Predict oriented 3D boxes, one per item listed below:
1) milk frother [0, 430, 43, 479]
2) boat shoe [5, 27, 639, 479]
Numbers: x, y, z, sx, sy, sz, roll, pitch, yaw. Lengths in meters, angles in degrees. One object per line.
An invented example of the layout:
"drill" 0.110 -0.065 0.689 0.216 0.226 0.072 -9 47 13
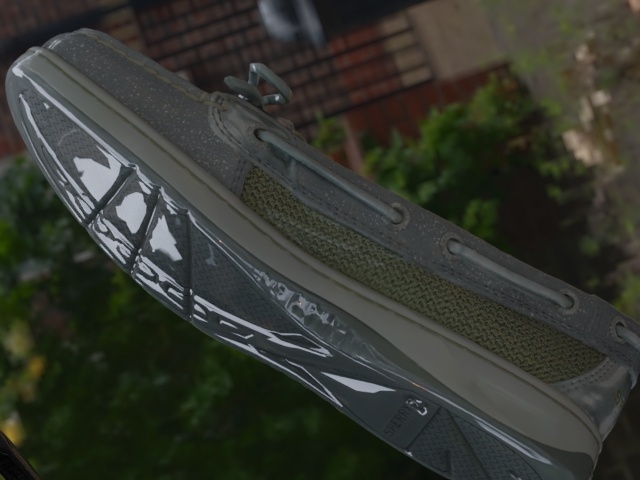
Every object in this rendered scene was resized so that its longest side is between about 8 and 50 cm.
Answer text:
"milk frother" -0.282 0.171 1.277 0.143 0.129 0.135 32 163 38
"boat shoe" 0.002 0.000 0.821 0.320 0.103 0.118 33 155 1
